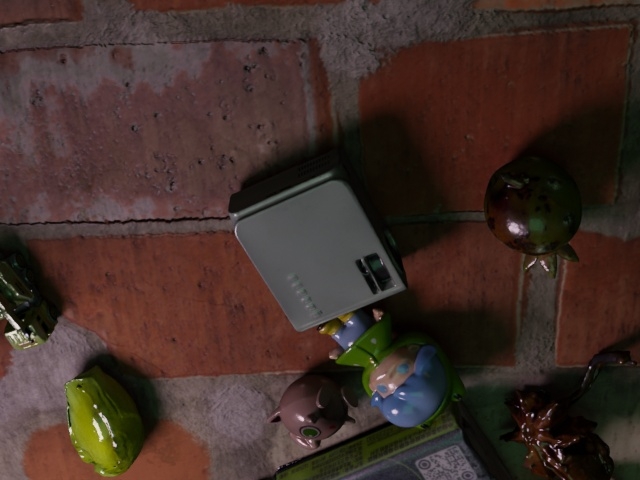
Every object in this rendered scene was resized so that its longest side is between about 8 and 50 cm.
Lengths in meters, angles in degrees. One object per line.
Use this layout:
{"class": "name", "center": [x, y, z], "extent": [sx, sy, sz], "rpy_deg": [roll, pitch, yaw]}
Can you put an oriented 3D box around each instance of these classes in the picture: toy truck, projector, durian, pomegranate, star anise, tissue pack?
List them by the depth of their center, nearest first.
{"class": "pomegranate", "center": [0.323, -0.030, 1.588], "extent": [0.156, 0.156, 0.220], "rpy_deg": [-3, 131, 1]}
{"class": "projector", "center": [0.000, 0.000, 1.628], "extent": [0.198, 0.108, 0.250], "rpy_deg": [-24, 118, 14]}
{"class": "toy truck", "center": [-0.505, 0.105, 1.693], "extent": [0.077, 0.100, 0.169], "rpy_deg": [-17, 120, 12]}
{"class": "star anise", "center": [0.443, 0.319, 1.803], "extent": [0.237, 0.148, 0.346], "rpy_deg": [39, 125, 26]}
{"class": "durian", "center": [-0.383, 0.334, 1.843], "extent": [0.139, 0.101, 0.250], "rpy_deg": [12, 129, 35]}
{"class": "tissue pack", "center": [0.145, 0.482, 1.921], "extent": [0.394, 0.124, 0.288], "rpy_deg": [-27, 117, 16]}

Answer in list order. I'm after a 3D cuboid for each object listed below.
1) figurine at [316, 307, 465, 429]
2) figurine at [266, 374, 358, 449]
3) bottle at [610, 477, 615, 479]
{"class": "figurine", "center": [0.119, 0.206, 1.747], "extent": [0.263, 0.143, 0.162], "rpy_deg": [42, 106, -5]}
{"class": "figurine", "center": [-0.011, 0.297, 1.805], "extent": [0.125, 0.125, 0.138], "rpy_deg": [37, 129, -21]}
{"class": "bottle", "center": [0.541, 0.538, 1.951], "extent": [0.147, 0.147, 0.236], "rpy_deg": [-36, 108, 20]}
